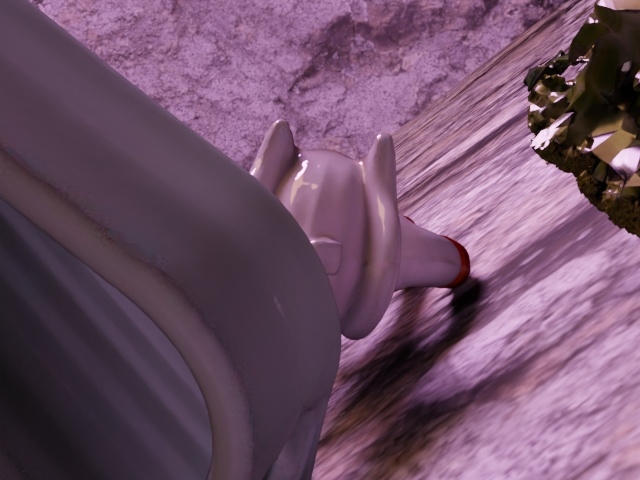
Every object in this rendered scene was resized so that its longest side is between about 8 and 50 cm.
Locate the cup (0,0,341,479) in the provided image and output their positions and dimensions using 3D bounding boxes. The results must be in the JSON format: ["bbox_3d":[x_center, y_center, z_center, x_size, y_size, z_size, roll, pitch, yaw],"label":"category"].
[{"bbox_3d":[-0.197,0.041,0.476,0.401,0.392,0.310,-32,12,9],"label":"cup"}]

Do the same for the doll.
[{"bbox_3d":[0.000,0.000,0.642,0.189,0.099,0.384,7,-1,2],"label":"doll"}]

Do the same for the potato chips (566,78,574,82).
[{"bbox_3d":[0.252,-0.141,0.769,0.202,0.049,0.150,-39,2,7],"label":"potato chips"}]

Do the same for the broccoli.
[{"bbox_3d":[0.146,-0.060,0.427,0.130,0.120,0.131,-20,45,20],"label":"broccoli"}]
